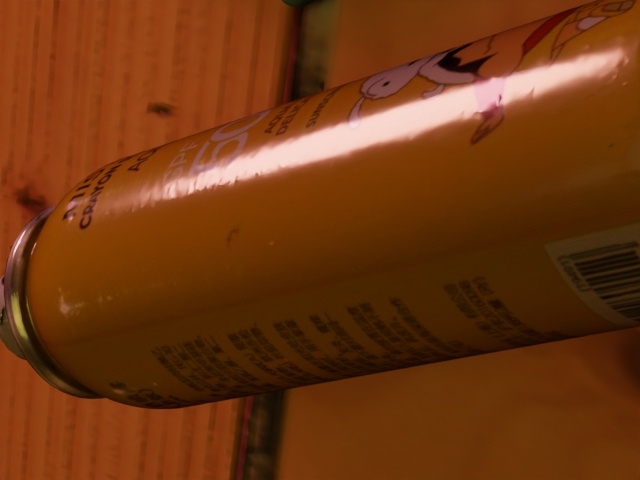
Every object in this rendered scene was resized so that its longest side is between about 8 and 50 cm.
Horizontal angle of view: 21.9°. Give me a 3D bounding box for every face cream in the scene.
[{"bbox_3d":[0.000,0.000,0.603,0.349,0.105,0.105,-15,93,41],"label":"face cream"}]

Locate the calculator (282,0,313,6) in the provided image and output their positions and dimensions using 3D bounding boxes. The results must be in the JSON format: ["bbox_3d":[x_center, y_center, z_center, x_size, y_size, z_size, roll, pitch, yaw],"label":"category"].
[{"bbox_3d":[0.018,-0.147,0.603,0.141,0.019,0.094,-35,77,40],"label":"calculator"}]
